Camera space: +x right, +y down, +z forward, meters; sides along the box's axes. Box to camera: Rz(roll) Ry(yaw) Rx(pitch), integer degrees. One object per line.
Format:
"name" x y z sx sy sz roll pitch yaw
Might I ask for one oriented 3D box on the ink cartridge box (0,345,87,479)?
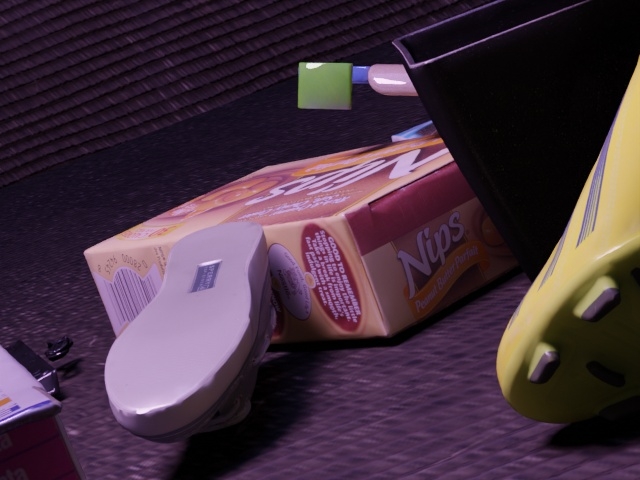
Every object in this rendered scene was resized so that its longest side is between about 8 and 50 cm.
"ink cartridge box" -0.244 0.139 0.683 0.324 0.071 0.330 -25 7 -12

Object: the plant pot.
"plant pot" 0.162 -0.063 1.066 0.188 0.167 0.187 -21 10 3

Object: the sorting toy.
"sorting toy" 0.145 -0.095 1.296 0.348 0.047 0.196 2 4 18

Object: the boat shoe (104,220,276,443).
"boat shoe" -0.062 0.066 1.083 0.079 0.081 0.227 -10 22 13

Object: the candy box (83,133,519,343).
"candy box" 0.000 0.000 1.281 0.183 0.087 0.316 -28 13 -35

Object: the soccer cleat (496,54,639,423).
"soccer cleat" 0.164 -0.045 0.815 0.093 0.289 0.121 17 27 -30

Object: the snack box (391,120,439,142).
"snack box" 0.234 -0.111 1.479 0.322 0.060 0.187 -23 12 -12

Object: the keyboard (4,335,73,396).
"keyboard" -0.225 0.103 1.385 0.108 0.023 0.180 -30 13 -13
